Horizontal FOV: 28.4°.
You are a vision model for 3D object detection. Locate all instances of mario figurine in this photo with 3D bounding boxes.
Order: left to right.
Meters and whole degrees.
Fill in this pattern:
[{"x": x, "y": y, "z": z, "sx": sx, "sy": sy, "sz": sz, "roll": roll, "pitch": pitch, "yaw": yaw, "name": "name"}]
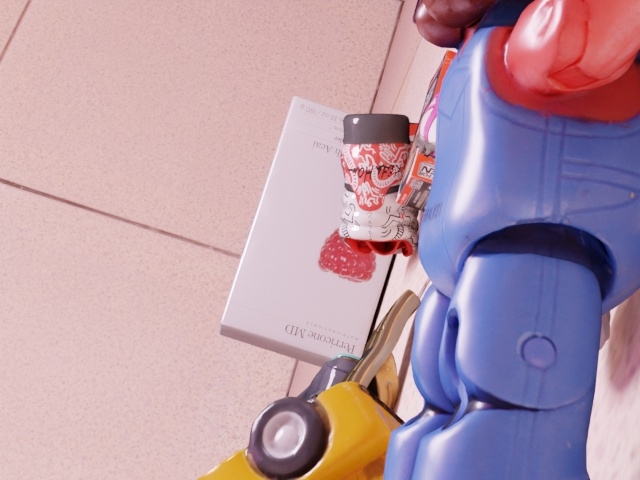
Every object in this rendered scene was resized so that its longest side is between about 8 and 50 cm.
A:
[{"x": 0.104, "y": -0.036, "z": 0.413, "sx": 0.198, "sy": 0.170, "sz": 0.320, "roll": 0, "pitch": 80, "yaw": 50, "name": "mario figurine"}]

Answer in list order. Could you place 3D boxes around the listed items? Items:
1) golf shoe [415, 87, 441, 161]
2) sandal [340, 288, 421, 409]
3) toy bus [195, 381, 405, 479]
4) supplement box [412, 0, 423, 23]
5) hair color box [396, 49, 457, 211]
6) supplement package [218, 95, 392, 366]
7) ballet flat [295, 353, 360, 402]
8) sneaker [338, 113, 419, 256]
[{"x": 0.111, "y": -0.098, "z": 0.923, "sx": 0.186, "sy": 0.067, "sz": 0.086, "roll": -77, "pitch": 7, "yaw": -73, "name": "golf shoe"}, {"x": 0.048, "y": 0.124, "z": 1.103, "sx": 0.180, "sy": 0.049, "sz": 0.072, "roll": -57, "pitch": 2, "yaw": -23, "name": "sandal"}, {"x": -0.074, "y": 0.228, "z": 0.756, "sx": 0.333, "sy": 0.130, "sz": 0.108, "roll": -35, "pitch": -36, "yaw": 5, "name": "toy bus"}, {"x": 0.133, "y": -0.205, "z": 0.739, "sx": 0.081, "sy": 0.104, "sz": 0.188, "roll": -74, "pitch": 2, "yaw": -53, "name": "supplement box"}, {"x": 0.116, "y": -0.104, "z": 1.223, "sx": 0.072, "sy": 0.043, "sz": 0.141, "roll": 114, "pitch": 173, "yaw": -68, "name": "hair color box"}, {"x": 0.000, "y": 0.000, "z": 1.577, "sx": 0.175, "sy": 0.177, "sz": 0.293, "roll": 121, "pitch": 166, "yaw": -80, "name": "supplement package"}, {"x": 0.004, "y": 0.192, "z": 1.382, "sx": 0.203, "sy": 0.074, "sz": 0.074, "roll": 115, "pitch": 173, "yaw": -59, "name": "ballet flat"}, {"x": 0.071, "y": -0.057, "z": 1.367, "sx": 0.270, "sy": 0.090, "sz": 0.145, "roll": -9, "pitch": -79, "yaw": -79, "name": "sneaker"}]
